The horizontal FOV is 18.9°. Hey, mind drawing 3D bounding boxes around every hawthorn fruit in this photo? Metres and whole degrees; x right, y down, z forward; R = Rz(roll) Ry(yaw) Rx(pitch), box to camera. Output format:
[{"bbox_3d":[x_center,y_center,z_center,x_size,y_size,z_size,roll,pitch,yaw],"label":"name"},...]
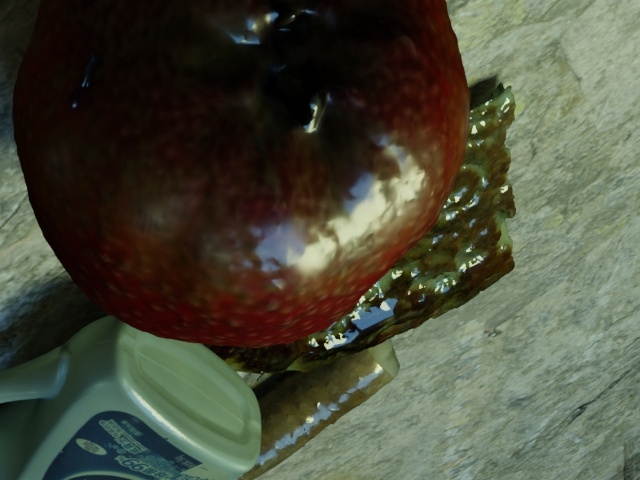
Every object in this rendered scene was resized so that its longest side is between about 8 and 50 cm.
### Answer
[{"bbox_3d":[-0.057,-0.060,1.253,0.285,0.284,0.369,-22,160,-18],"label":"hawthorn fruit"}]

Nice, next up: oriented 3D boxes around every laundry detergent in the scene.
[{"bbox_3d":[-0.211,0.164,1.597,0.280,0.105,0.215,-21,141,30],"label":"laundry detergent"}]

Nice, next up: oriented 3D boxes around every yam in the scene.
[{"bbox_3d":[-0.077,0.196,1.843,0.357,0.081,0.081,-35,152,5],"label":"yam"}]

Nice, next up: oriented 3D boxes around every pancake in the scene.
[{"bbox_3d":[0.000,0.004,1.641,0.427,0.067,0.305,-16,141,-25],"label":"pancake"}]
